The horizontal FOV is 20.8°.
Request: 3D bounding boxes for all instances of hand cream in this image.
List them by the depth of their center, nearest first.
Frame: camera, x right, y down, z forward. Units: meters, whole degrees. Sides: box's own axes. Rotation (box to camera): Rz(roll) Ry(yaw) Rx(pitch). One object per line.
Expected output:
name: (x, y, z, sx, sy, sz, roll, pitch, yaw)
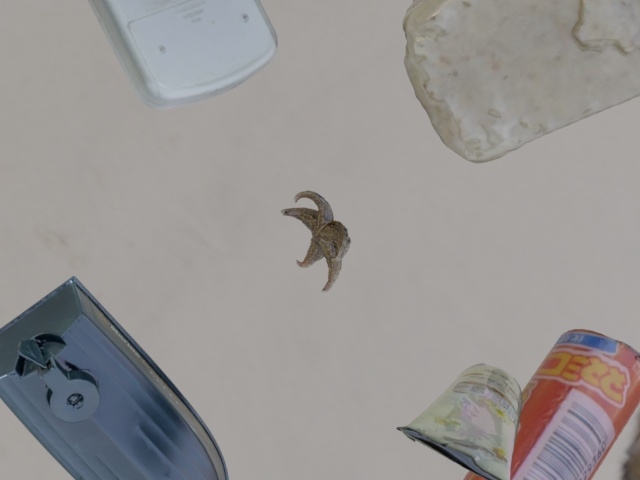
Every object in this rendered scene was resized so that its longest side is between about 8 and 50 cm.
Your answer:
hand cream: (0.079, 0.094, 0.911, 0.061, 0.143, 0.039, 30, 102, 6)

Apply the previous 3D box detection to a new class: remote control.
remote control: (-0.096, -0.163, 0.939, 0.087, 0.029, 0.190, -26, 85, -27)

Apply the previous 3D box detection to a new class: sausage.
sausage: (0.120, 0.178, 1.132, 0.274, 0.074, 0.074, -53, 130, -27)

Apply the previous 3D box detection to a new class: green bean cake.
green bean cake: (0.133, -0.111, 0.826, 0.179, 0.109, 0.085, -22, 101, 21)

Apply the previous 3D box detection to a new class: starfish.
starfish: (0.000, 0.000, 1.521, 0.028, 0.078, 0.091, -10, 85, -33)

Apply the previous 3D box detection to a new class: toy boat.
toy boat: (-0.139, 0.126, 1.203, 0.093, 0.103, 0.246, -36, 123, 2)
